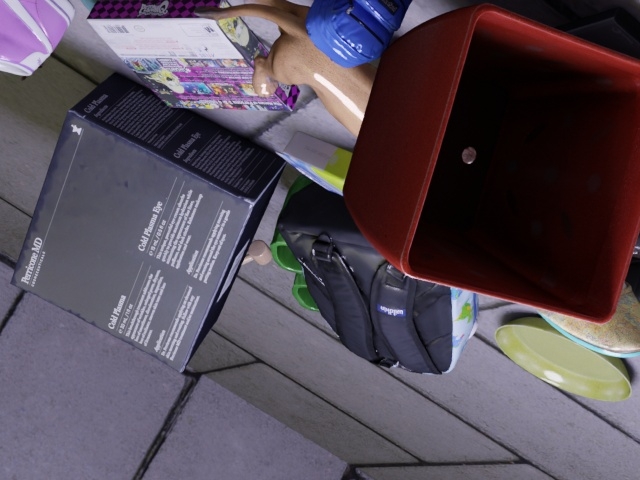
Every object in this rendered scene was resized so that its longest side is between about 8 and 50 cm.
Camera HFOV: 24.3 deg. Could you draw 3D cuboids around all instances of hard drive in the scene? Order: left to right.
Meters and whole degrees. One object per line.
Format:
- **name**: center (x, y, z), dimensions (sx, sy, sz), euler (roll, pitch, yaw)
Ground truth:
- **hard drive**: center (0.300, -0.200, 1.566), dimensions (0.094, 0.022, 0.135), euler (36, 160, -22)

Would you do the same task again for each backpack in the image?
- **backpack**: center (0.044, -0.256, 1.627), dimensions (0.098, 0.120, 0.101), euler (37, 160, -23)
- **backpack**: center (0.117, 0.055, 2.182), dimensions (0.290, 0.273, 0.356), euler (9, 135, 21)

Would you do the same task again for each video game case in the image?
- **video game case**: center (-0.173, -0.252, 2.034), dimensions (0.232, 0.042, 0.210), euler (5, 152, 37)

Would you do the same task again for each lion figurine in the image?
- **lion figurine**: center (0.043, -0.181, 1.775), dimensions (0.392, 0.142, 0.240), euler (27, 177, -21)

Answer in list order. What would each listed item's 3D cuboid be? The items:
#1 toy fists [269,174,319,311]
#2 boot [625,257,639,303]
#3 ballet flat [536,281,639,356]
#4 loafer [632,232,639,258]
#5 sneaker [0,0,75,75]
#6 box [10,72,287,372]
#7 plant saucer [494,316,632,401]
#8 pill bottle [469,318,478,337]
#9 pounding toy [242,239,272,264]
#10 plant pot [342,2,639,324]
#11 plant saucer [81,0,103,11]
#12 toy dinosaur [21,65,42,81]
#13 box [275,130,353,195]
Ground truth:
- **toy fists**: center (0.000, 0.000, 2.341), dimensions (0.096, 0.142, 0.279), euler (5, 155, 17)
- **boot**: center (0.452, 0.081, 1.994), dimensions (0.178, 0.085, 0.236), euler (40, 166, -35)
- **ballet flat**: center (0.311, 0.039, 1.911), dimensions (0.123, 0.123, 0.348), euler (38, -178, -27)
- **loafer**: center (0.378, -0.013, 1.856), dimensions (0.220, 0.080, 0.078), euler (25, 161, 11)
- **sneaker**: center (-0.495, -0.345, 2.102), dimensions (0.282, 0.161, 0.102), euler (37, 161, -22)
- **box**: center (-0.270, -0.029, 2.319), dimensions (0.312, 0.179, 0.343), euler (27, 120, 2)
- **plant saucer**: center (0.400, 0.187, 2.420), dimensions (0.241, 0.037, 0.241), euler (26, 161, 10)
- **pill bottle**: center (0.205, 0.119, 2.473), dimensions (0.116, 0.065, 0.065), euler (36, 160, -20)
- **pounding toy**: center (-0.177, -0.024, 2.456), dimensions (0.206, 0.181, 0.094), euler (20, 159, 24)
- **plant pot**: center (0.169, -0.088, 1.552), dimensions (0.267, 0.267, 0.235), euler (14, -177, -29)
- **plant saucer**: center (-0.295, -0.330, 2.069), dimensions (0.119, 0.021, 0.119), euler (25, 161, 9)
- **toy dinosaur**: center (-0.513, -0.305, 2.454), dimensions (0.090, 0.047, 0.082), euler (-26, 121, 27)
- **box**: center (0.029, -0.083, 1.890), dimensions (0.109, 0.042, 0.178), euler (35, 176, -34)
